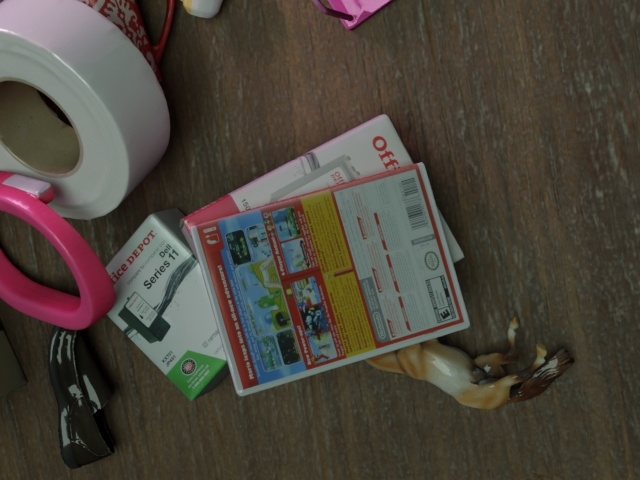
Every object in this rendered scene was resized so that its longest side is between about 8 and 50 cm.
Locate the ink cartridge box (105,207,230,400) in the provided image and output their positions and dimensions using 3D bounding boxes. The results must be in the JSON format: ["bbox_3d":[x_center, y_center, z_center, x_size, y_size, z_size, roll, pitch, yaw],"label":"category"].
[{"bbox_3d":[-0.181,0.081,1.594,0.208,0.087,0.153,44,105,9],"label":"ink cartridge box"}]

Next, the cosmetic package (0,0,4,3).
[{"bbox_3d":[-0.551,-0.179,1.595,0.155,0.197,0.365,19,103,11],"label":"cosmetic package"}]

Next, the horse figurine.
[{"bbox_3d":[0.178,0.147,1.524,0.263,0.066,0.174,21,133,-1],"label":"horse figurine"}]

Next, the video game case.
[{"bbox_3d":[0.013,0.043,1.407,0.285,0.025,0.204,-16,90,-9],"label":"video game case"}]

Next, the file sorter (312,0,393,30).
[{"bbox_3d":[0.081,-0.416,1.426,0.291,0.182,0.202,-33,89,15],"label":"file sorter"}]

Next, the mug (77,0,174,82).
[{"bbox_3d":[-0.261,-0.276,1.561,0.150,0.113,0.169,-19,97,16],"label":"mug"}]

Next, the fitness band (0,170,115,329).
[{"bbox_3d":[-0.378,0.014,1.574,0.291,0.054,0.209,14,130,42],"label":"fitness band"}]

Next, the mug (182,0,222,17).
[{"bbox_3d":[-0.155,-0.324,1.560,0.078,0.062,0.064,25,112,31],"label":"mug"}]

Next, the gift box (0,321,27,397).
[{"bbox_3d":[-0.560,0.176,1.612,0.255,0.258,0.276,-29,90,15],"label":"gift box"}]

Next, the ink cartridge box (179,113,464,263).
[{"bbox_3d":[0.000,0.000,1.481,0.283,0.117,0.207,-29,91,-10],"label":"ink cartridge box"}]

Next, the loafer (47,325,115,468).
[{"bbox_3d":[-0.320,0.202,1.662,0.078,0.080,0.220,-4,102,3],"label":"loafer"}]

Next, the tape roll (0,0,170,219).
[{"bbox_3d":[-0.332,-0.165,1.521,0.286,0.100,0.286,19,137,19],"label":"tape roll"}]
